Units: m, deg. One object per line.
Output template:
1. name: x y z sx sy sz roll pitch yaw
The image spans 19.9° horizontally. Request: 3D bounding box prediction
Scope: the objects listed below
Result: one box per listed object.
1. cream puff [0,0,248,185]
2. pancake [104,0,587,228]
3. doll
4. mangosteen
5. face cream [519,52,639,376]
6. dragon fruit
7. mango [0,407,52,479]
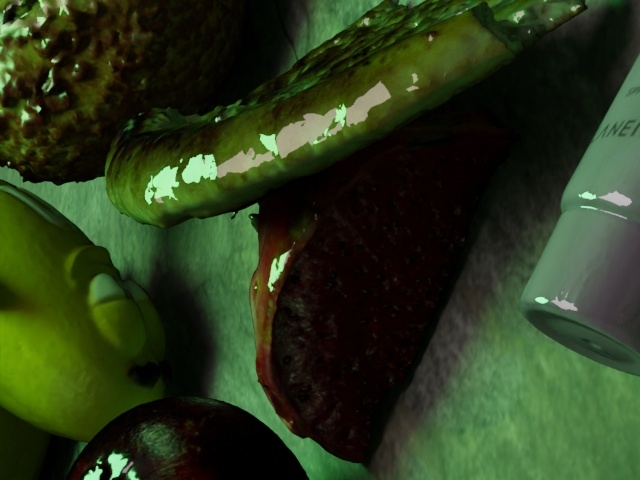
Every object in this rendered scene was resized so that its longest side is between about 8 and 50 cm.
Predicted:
1. cream puff: -0.191 -0.192 1.670 0.350 0.228 0.350 -50 9 12
2. pancake: -0.001 -0.108 1.242 0.305 0.067 0.426 -37 13 -17
3. doll: -0.297 0.013 1.623 0.161 0.423 0.348 -48 20 6
4. mangosteen: -0.085 0.208 1.262 0.210 0.209 0.210 -41 40 47
5. face cream: 0.206 -0.063 1.001 0.274 0.096 0.154 -63 21 -11
6. dragon fruit: 0.000 0.000 1.296 0.262 0.134 0.211 -67 24 10
7. mango: -0.397 0.199 1.846 0.300 0.232 0.446 40 116 58
